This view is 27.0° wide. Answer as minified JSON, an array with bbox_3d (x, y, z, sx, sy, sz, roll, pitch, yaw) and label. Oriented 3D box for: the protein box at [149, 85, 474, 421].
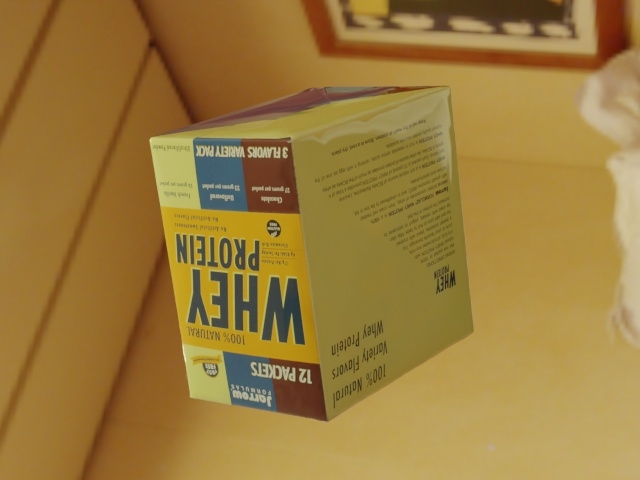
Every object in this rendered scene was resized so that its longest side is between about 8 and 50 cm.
[{"bbox_3d":[0.000,0.000,1.007,0.200,0.136,0.201,-24,-68,-48],"label":"protein box"}]
